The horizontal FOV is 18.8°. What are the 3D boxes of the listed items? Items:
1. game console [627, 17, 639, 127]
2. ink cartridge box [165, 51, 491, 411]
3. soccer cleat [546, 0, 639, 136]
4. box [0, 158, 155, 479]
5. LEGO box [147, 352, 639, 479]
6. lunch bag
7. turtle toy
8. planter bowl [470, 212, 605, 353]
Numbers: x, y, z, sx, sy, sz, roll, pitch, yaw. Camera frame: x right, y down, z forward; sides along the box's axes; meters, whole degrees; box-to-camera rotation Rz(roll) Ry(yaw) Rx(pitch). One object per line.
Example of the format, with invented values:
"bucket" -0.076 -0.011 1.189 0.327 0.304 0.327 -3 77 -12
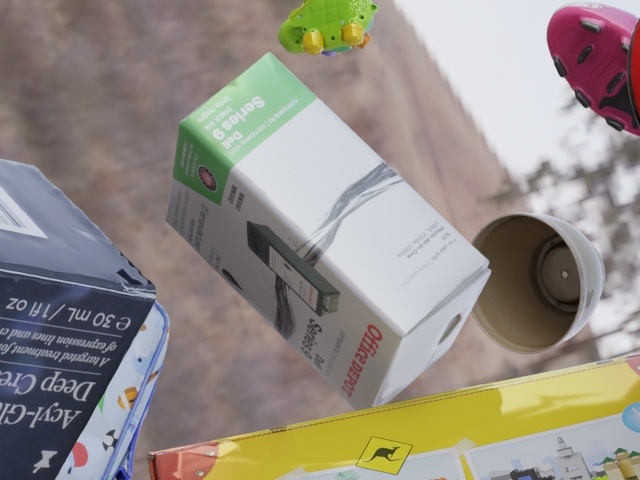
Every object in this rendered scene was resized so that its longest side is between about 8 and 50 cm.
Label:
"game console" 0.388 -0.092 1.491 0.386 0.060 0.342 54 48 -25
"ink cartridge box" 0.000 0.000 1.802 0.289 0.121 0.211 44 -24 14
"soccer cleat" 0.395 -0.160 2.060 0.331 0.143 0.116 34 -46 6
"box" -0.372 0.129 1.525 0.293 0.395 0.212 12 24 -48
"LEGO box" 0.130 0.314 1.617 0.372 0.500 0.193 -106 -174 -53
"lunch bag" -0.311 0.176 2.223 0.115 0.243 0.303 124 -11 -58
"turtle toy" 0.008 -0.248 2.203 0.066 0.130 0.095 39 45 -58
"planter bowl" 0.261 0.043 2.235 0.109 0.162 0.162 -10 80 -51
